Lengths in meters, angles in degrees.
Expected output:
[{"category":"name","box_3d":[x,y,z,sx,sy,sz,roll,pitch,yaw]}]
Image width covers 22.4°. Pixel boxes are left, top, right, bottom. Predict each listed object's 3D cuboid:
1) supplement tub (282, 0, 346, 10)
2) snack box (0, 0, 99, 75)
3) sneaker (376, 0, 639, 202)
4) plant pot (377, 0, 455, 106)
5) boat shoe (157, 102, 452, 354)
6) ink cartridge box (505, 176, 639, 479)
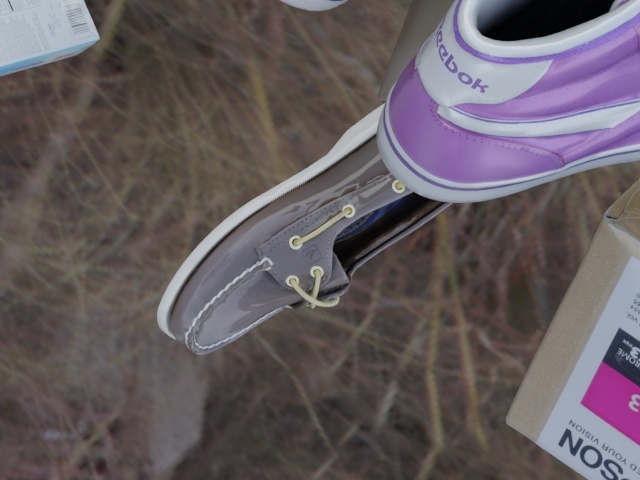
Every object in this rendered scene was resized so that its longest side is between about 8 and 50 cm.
[{"category":"supplement tub","box_3d":[0.056,-0.407,1.635,0.325,0.235,0.235,-32,132,31]},{"category":"snack box","box_3d":[-0.383,-0.338,1.760,0.187,0.060,0.322,-25,92,-48]},{"category":"sneaker","box_3d":[0.172,-0.112,0.785,0.282,0.102,0.161,-24,160,-25]},{"category":"plant pot","box_3d":[0.217,-0.219,1.820,0.323,0.323,0.280,35,89,-35]},{"category":"boat shoe","box_3d":[0.000,0.000,1.461,0.324,0.096,0.116,-38,152,-6]},{"category":"ink cartridge box","box_3d":[0.254,0.096,0.996,0.088,0.235,0.193,-38,154,-45]}]
